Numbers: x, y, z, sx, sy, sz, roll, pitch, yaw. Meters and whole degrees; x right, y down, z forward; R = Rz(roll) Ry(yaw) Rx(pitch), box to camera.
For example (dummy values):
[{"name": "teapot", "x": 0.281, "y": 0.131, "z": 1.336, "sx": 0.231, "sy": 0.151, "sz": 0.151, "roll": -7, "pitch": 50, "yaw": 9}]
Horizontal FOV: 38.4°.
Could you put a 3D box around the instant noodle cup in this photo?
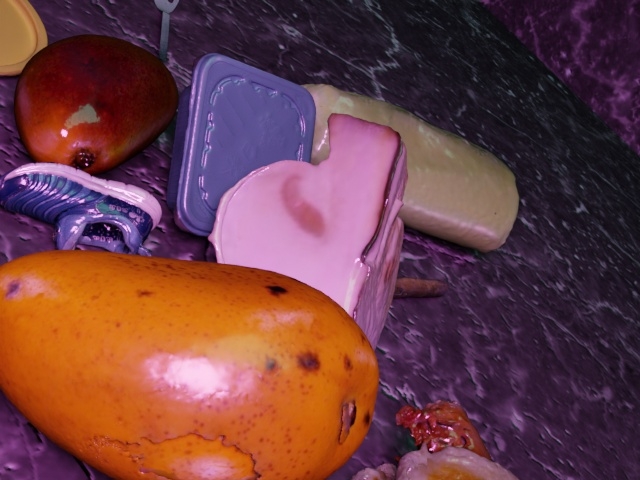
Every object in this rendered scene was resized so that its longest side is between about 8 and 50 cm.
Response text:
[{"name": "instant noodle cup", "x": -0.086, "y": -0.084, "z": 0.933, "sx": 0.157, "sy": 0.070, "sz": 0.179, "roll": 13, "pitch": 79, "yaw": -41}]

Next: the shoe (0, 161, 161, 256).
[{"name": "shoe", "x": -0.207, "y": -0.020, "z": 0.781, "sx": 0.143, "sy": 0.064, "sz": 0.071, "roll": 18, "pitch": 53, "yaw": -26}]

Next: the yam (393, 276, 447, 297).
[{"name": "yam", "x": 0.075, "y": 0.055, "z": 1.039, "sx": 0.234, "sy": 0.027, "sz": 0.029, "roll": 1, "pitch": 37, "yaw": -49}]

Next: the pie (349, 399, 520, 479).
[{"name": "pie", "x": 0.127, "y": 0.280, "z": 0.727, "sx": 0.274, "sy": 0.105, "sz": 0.257, "roll": 39, "pitch": 43, "yaw": 4}]

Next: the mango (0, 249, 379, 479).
[{"name": "mango", "x": -0.098, "y": 0.088, "z": 0.636, "sx": 0.290, "sy": 0.160, "sz": 0.191, "roll": 18, "pitch": 18, "yaw": -9}]

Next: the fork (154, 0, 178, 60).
[{"name": "fork", "x": -0.205, "y": -0.285, "z": 1.197, "sx": 0.039, "sy": 0.021, "sz": 0.235, "roll": 23, "pitch": 34, "yaw": -22}]

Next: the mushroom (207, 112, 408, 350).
[{"name": "mushroom", "x": -0.008, "y": 0.011, "z": 0.893, "sx": 0.162, "sy": 0.173, "sz": 0.236, "roll": 13, "pitch": 68, "yaw": 10}]

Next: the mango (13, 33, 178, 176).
[{"name": "mango", "x": -0.212, "y": -0.138, "z": 0.885, "sx": 0.133, "sy": 0.111, "sz": 0.267, "roll": 22, "pitch": 23, "yaw": -1}]

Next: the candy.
[{"name": "candy", "x": 0.104, "y": -0.086, "z": 1.187, "sx": 0.343, "sy": 0.132, "sz": 0.142, "roll": 21, "pitch": 76, "yaw": -28}]

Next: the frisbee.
[{"name": "frisbee", "x": -0.386, "y": -0.241, "z": 0.917, "sx": 0.236, "sy": 0.017, "sz": 0.236, "roll": 30, "pitch": 30, "yaw": -19}]
